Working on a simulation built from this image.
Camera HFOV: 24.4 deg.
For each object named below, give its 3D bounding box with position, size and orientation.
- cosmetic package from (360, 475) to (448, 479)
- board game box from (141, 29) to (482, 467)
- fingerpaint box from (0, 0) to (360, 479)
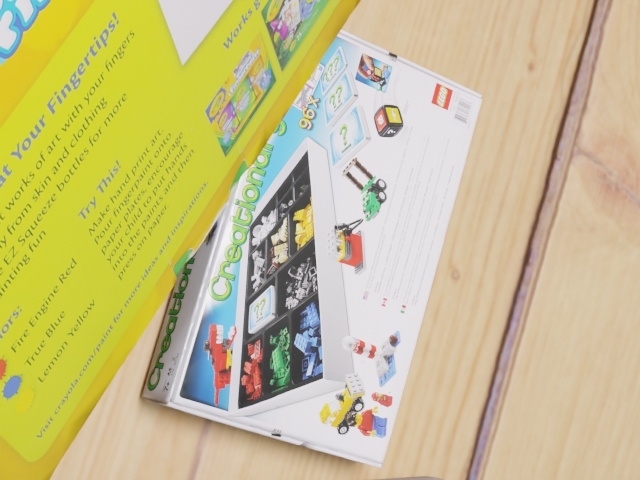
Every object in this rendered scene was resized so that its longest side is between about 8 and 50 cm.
[{"bbox_3d":[0.027,0.382,0.987,0.329,0.327,0.394,2,90,-30],"label":"cosmetic package"},{"bbox_3d":[0.000,0.000,1.121,0.193,0.053,0.305,21,80,-29],"label":"board game box"},{"bbox_3d":[-0.170,-0.126,0.841,0.445,0.163,0.371,-59,155,-20],"label":"fingerpaint box"}]
